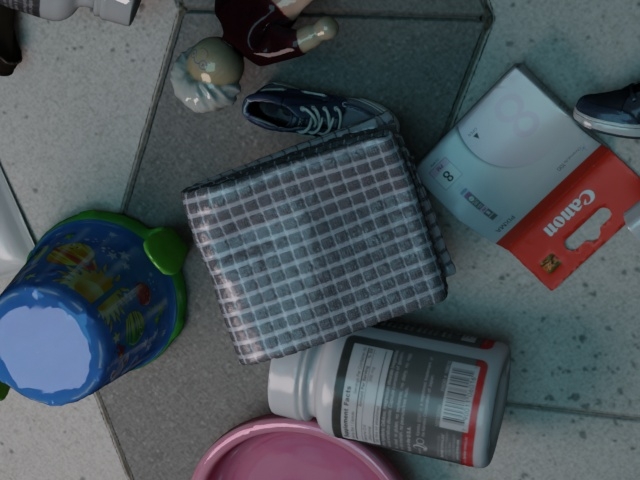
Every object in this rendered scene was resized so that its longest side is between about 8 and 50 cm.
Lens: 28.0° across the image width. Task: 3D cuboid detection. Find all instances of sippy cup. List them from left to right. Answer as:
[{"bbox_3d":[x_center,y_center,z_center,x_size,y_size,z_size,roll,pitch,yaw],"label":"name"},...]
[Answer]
[{"bbox_3d":[-0.320,0.101,1.691,0.240,0.224,0.305,19,111,6],"label":"sippy cup"}]

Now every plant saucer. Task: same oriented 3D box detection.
[{"bbox_3d":[-0.018,0.383,1.768,0.332,0.084,0.332,6,109,17],"label":"plant saucer"}]

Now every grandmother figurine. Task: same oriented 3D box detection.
[{"bbox_3d":[-0.061,-0.295,1.538,0.342,0.104,0.208,-50,45,16],"label":"grandmother figurine"}]

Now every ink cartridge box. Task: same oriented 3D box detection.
[{"bbox_3d":[0.257,-0.071,1.556,0.232,0.066,0.189,46,114,4],"label":"ink cartridge box"}]

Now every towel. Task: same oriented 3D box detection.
[{"bbox_3d":[0.000,0.000,1.531,0.284,0.121,0.235,-19,97,4],"label":"towel"}]

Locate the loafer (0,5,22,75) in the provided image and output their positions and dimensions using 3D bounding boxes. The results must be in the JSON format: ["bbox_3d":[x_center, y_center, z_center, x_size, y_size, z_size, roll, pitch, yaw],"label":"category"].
[{"bbox_3d":[-0.435,-0.324,1.679,0.078,0.080,0.220,-12,102,21],"label":"loafer"}]

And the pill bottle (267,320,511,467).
[{"bbox_3d":[0.088,0.183,1.629,0.283,0.161,0.161,10,109,15],"label":"pill bottle"}]

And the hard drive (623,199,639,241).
[{"bbox_3d":[0.552,-0.060,1.435,0.233,0.047,0.353,40,116,-18],"label":"hard drive"}]

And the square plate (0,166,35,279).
[{"bbox_3d":[-0.610,-0.069,1.832,0.347,0.049,0.344,-17,100,22],"label":"square plate"}]

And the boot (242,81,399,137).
[{"bbox_3d":[-0.001,-0.147,1.594,0.190,0.086,0.069,13,110,13],"label":"boot"}]

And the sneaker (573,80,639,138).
[{"bbox_3d":[0.401,-0.199,1.443,0.226,0.086,0.163,0,118,8],"label":"sneaker"}]

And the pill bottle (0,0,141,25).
[{"bbox_3d":[-0.368,-0.373,1.569,0.319,0.176,0.176,18,112,-6],"label":"pill bottle"}]
